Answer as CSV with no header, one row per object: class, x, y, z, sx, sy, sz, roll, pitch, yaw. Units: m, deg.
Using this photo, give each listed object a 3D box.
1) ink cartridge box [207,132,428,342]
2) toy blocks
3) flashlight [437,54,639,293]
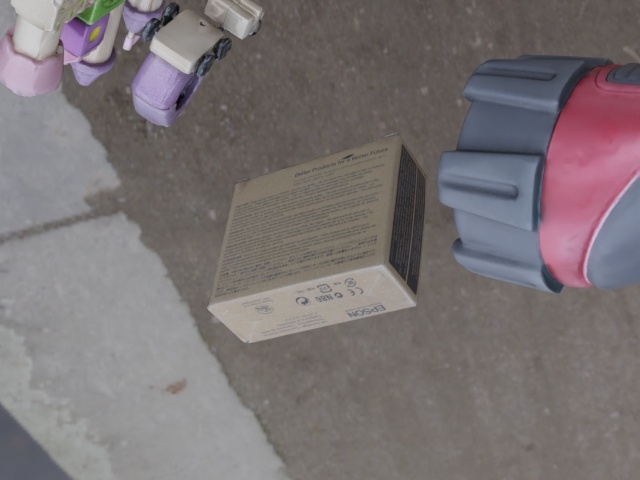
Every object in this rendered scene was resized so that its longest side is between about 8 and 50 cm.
ink cartridge box,0.000,0.000,1.166,0.234,0.193,0.088,-15,136,29
toy blocks,-0.212,-0.228,1.012,0.309,0.289,0.260,35,136,3
flashlight,0.195,-0.006,0.362,0.304,0.103,0.103,15,166,34
